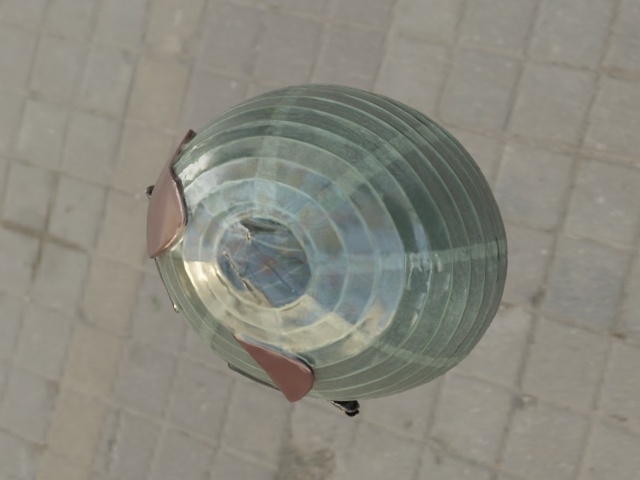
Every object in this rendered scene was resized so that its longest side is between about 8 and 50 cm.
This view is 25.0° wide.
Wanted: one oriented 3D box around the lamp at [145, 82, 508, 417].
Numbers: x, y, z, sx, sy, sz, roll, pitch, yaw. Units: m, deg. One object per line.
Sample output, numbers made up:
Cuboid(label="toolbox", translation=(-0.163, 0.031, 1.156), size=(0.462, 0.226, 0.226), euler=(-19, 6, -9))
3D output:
Cuboid(label="lamp", translation=(0.000, 0.000, 1.039), size=(0.265, 0.233, 0.233), euler=(41, 107, 17))
